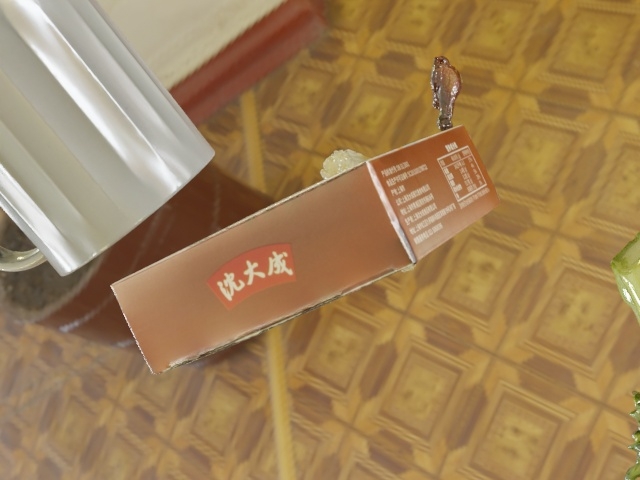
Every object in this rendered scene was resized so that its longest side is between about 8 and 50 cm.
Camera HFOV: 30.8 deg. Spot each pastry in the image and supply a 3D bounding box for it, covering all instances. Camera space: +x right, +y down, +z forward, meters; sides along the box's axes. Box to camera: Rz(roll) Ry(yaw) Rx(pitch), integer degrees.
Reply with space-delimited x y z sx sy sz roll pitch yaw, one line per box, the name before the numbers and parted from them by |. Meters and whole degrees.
pastry | 0.079 -0.049 1.737 0.089 0.121 0.258 -63 25 20

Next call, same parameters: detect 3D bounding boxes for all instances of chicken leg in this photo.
chicken leg | 0.201 -0.243 1.886 0.205 0.053 0.093 -71 -9 -67

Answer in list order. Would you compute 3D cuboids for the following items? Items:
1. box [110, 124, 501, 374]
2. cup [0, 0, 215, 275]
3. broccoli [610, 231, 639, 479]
box | 0.000 0.000 1.396 0.344 0.385 0.122 -25 91 24
cup | -0.342 -0.133 1.343 0.323 0.327 0.237 -35 12 19
broccoli | 0.412 0.111 1.098 0.334 0.272 0.324 -45 22 14
